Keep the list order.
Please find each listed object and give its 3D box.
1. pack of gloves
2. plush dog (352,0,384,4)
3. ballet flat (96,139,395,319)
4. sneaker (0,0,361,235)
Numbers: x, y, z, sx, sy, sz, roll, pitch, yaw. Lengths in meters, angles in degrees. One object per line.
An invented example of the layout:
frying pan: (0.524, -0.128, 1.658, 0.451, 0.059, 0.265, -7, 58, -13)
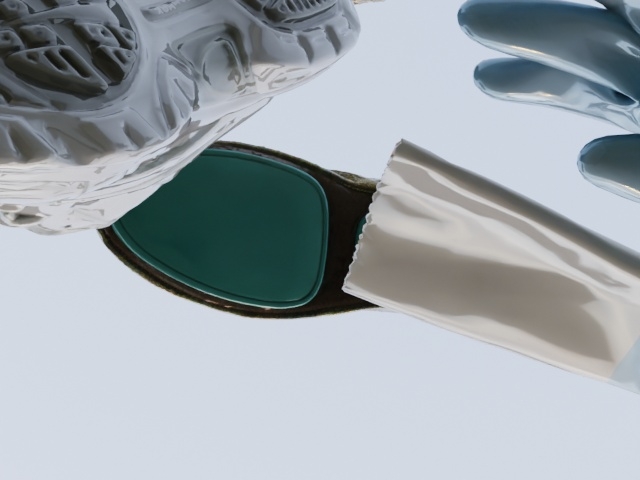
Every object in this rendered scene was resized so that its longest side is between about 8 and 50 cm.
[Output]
pack of gloves: (0.126, 0.019, 0.487, 0.232, 0.046, 0.195, 23, -37, 2)
plush dog: (0.013, -0.299, 1.415, 0.210, 0.262, 0.225, -21, -74, -21)
ballet flat: (0.000, 0.000, 1.259, 0.348, 0.123, 0.123, 6, -79, -17)
sneaker: (-0.083, -0.035, 0.510, 0.115, 0.232, 0.090, -44, -104, 32)
